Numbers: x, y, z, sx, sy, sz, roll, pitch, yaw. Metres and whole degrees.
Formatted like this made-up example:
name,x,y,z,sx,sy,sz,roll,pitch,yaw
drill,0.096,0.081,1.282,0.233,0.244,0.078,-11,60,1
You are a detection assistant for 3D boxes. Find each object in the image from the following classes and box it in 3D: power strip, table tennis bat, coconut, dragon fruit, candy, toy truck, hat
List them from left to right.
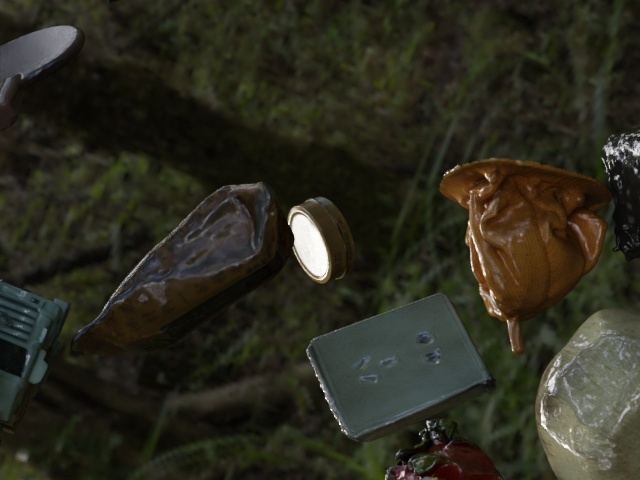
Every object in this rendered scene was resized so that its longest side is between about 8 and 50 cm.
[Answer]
name,x,y,z,sx,sy,sz,roll,pitch,yaw
toy truck,-0.385,0.156,1.772,0.338,0.133,0.184,125,165,-65
table tennis bat,-0.254,-0.170,1.186,0.170,0.107,0.119,-96,-15,-62
candy,-0.146,0.045,1.687,0.271,0.101,0.143,-37,-20,-2
power strip,0.107,0.179,2.043,0.198,0.213,0.064,-114,4,-48
dragon fruit,0.162,0.339,2.132,0.198,0.200,0.269,-33,48,16
hat,0.269,0.037,2.081,0.244,0.233,0.233,49,-136,-69
coconut,0.326,0.181,1.652,0.224,0.224,0.224,-160,90,-78

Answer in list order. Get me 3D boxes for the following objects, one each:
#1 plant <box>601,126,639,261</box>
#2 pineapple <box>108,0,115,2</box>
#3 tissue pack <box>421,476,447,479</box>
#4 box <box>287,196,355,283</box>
name,x,y,z,sx,sy,sz,roll,pitch,yaw
plant,0.462,-0.072,2.019,0.276,0.188,0.199,148,111,-80
pineapple,-0.215,-0.365,1.801,0.111,0.119,0.237,-24,35,17
tissue pack,0.204,0.365,1.766,0.183,0.226,0.092,40,96,37
box,0.000,0.000,1.898,0.105,0.037,0.106,44,146,42
